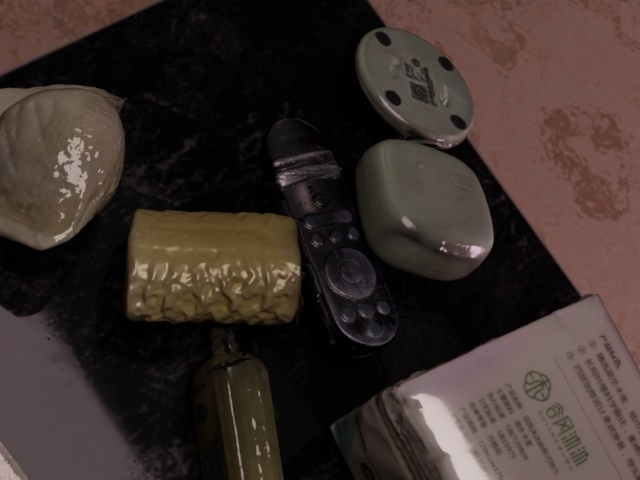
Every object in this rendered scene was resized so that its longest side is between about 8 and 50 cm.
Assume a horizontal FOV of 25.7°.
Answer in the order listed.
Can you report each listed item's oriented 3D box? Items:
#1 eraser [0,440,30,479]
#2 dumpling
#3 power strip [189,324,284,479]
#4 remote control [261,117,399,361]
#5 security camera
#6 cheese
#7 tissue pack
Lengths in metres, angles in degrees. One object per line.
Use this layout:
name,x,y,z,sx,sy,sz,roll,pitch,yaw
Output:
eraser,-0.290,0.210,1.261,0.038,0.019,0.083,-34,83,-29
dumpling,-0.269,-0.081,1.333,0.167,0.126,0.215,6,69,0
power strip,-0.067,0.261,1.277,0.066,0.092,0.387,-1,69,-23
remote control,0.000,0.000,1.432,0.090,0.066,0.265,-6,66,-37
security camera,0.099,-0.096,1.491,0.157,0.080,0.301,16,51,-30
cheese,-0.104,0.028,1.341,0.167,0.093,0.123,2,46,-8
tissue pack,0.213,0.266,1.317,0.266,0.194,0.356,-21,79,-26
